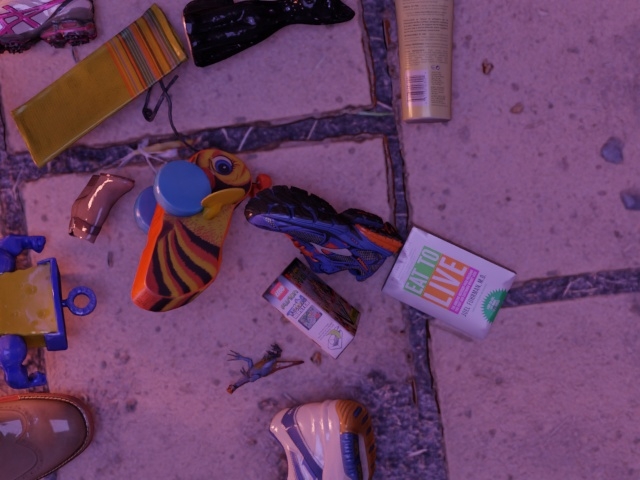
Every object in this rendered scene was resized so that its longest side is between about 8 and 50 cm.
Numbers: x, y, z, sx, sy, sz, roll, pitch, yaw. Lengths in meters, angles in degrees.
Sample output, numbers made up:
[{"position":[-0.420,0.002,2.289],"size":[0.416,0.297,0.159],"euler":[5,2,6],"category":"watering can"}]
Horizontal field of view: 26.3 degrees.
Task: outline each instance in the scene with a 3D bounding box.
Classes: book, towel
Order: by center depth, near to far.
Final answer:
[{"position":[-0.278,-0.194,1.716],"size":[0.237,0.021,0.102],"euler":[-35,56,6],"category":"towel"},{"position":[0.161,0.052,1.732],"size":[0.144,0.035,0.096],"euler":[25,98,-1],"category":"book"}]

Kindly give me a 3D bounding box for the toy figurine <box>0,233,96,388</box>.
[{"position":[-0.378,0.100,1.679],"size":[0.217,0.191,0.362],"euler":[-5,66,-16],"category":"toy figurine"}]

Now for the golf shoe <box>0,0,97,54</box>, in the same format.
[{"position":[-0.377,-0.280,1.722],"size":[0.186,0.067,0.086],"euler":[-8,86,-5],"category":"golf shoe"}]

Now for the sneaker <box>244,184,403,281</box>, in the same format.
[{"position":[0.000,0.000,1.673],"size":[0.221,0.083,0.087],"euler":[18,110,-32],"category":"sneaker"}]

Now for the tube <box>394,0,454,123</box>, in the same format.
[{"position":[0.131,-0.266,1.696],"size":[0.070,0.062,0.240],"euler":[-2,90,-40],"category":"tube"}]

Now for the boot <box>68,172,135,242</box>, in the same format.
[{"position":[-0.276,-0.039,1.717],"size":[0.042,0.118,0.087],"euler":[24,79,-29],"category":"boot"}]

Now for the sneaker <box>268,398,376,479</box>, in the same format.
[{"position":[0.007,0.347,1.742],"size":[0.131,0.112,0.296],"euler":[-4,93,21],"category":"sneaker"}]

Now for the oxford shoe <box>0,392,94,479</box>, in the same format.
[{"position":[-0.459,0.285,1.738],"size":[0.348,0.130,0.123],"euler":[-19,93,5],"category":"oxford shoe"}]

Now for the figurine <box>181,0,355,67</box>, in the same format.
[{"position":[-0.083,-0.344,1.693],"size":[0.209,0.092,0.215],"euler":[-16,93,-3],"category":"figurine"}]

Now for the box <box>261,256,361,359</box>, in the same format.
[{"position":[-0.007,0.078,1.654],"size":[0.114,0.207,0.036],"euler":[41,96,-1],"category":"box"}]

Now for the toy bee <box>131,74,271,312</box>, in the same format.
[{"position":[-0.137,-0.052,1.678],"size":[0.162,0.195,0.298],"euler":[12,84,-22],"category":"toy bee"}]

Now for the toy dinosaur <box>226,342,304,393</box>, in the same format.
[{"position":[-0.080,0.172,1.752],"size":[0.090,0.047,0.082],"euler":[30,114,-10],"category":"toy dinosaur"}]
